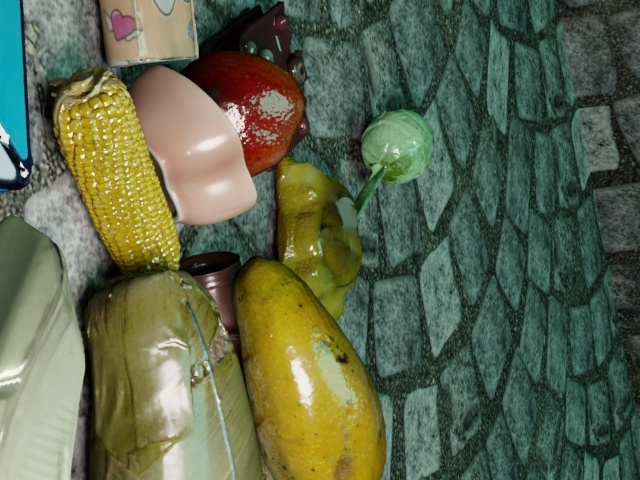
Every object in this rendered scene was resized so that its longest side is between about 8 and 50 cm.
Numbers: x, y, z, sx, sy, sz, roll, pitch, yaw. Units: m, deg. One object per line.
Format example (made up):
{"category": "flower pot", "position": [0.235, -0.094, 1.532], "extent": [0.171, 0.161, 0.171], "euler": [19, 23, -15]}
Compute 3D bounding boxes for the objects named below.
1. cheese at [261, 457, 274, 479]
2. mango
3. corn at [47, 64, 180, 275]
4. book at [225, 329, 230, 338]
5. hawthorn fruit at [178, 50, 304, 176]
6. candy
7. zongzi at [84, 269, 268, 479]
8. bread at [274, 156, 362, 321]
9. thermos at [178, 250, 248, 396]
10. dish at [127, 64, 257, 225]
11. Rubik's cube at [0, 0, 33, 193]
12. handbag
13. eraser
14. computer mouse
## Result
{"category": "cheese", "position": [-0.028, 0.285, 2.200], "extent": [0.248, 0.173, 0.251], "euler": [-72, 153, -42]}
{"category": "mango", "position": [-0.014, 0.177, 1.990], "extent": [0.175, 0.176, 0.330], "euler": [-28, 116, -38]}
{"category": "corn", "position": [-0.235, -0.064, 1.869], "extent": [0.106, 0.106, 0.293], "euler": [-64, 147, -48]}
{"category": "book", "position": [-0.150, 0.207, 2.025], "extent": [0.012, 0.118, 0.172], "euler": [35, -38, 62]}
{"category": "hawthorn fruit", "position": [-0.119, -0.169, 2.066], "extent": [0.188, 0.169, 0.169], "euler": [32, 54, -30]}
{"category": "candy", "position": [0.059, -0.058, 2.549], "extent": [0.440, 0.119, 0.119], "euler": [-56, 137, -41]}
{"category": "zongzi", "position": [-0.202, 0.242, 1.798], "extent": [0.393, 0.174, 0.356], "euler": [-52, 133, -58]}
{"category": "bread", "position": [0.000, 0.000, 2.368], "extent": [0.160, 0.088, 0.233], "euler": [23, 62, -45]}
{"category": "thermos", "position": [-0.128, 0.135, 2.088], "extent": [0.124, 0.098, 0.232], "euler": [-124, -158, -70]}
{"category": "dish", "position": [-0.178, -0.097, 1.950], "extent": [0.090, 0.213, 0.213], "euler": [-37, 127, -25]}
{"category": "Rubik's cube", "position": [-0.405, -0.150, 1.318], "extent": [0.246, 0.248, 0.250], "euler": [0, 86, -67]}
{"category": "handbag", "position": [-0.080, -0.210, 2.257], "extent": [0.216, 0.074, 0.203], "euler": [-48, 130, -58]}
{"category": "eraser", "position": [-0.218, -0.357, 1.950], "extent": [0.171, 0.087, 0.291], "euler": [-23, 107, -70]}
{"category": "computer mouse", "position": [-0.342, 0.169, 1.442], "extent": [0.145, 0.228, 0.429], "euler": [45, 45, -56]}
